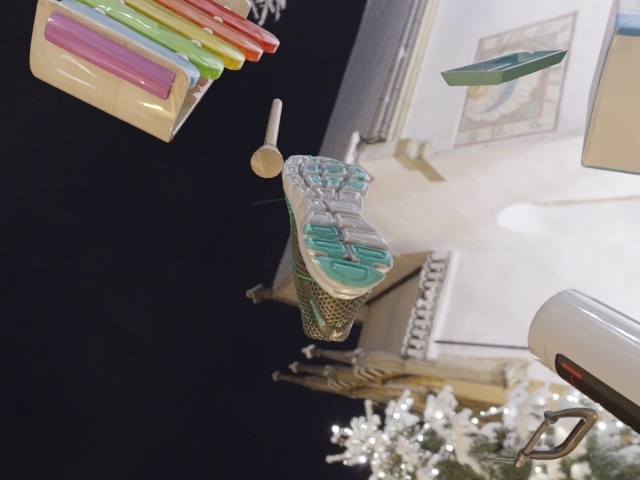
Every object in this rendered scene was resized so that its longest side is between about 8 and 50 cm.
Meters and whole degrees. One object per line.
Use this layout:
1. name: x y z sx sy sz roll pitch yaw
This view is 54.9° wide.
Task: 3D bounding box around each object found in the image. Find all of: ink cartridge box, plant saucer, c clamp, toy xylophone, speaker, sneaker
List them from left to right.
1. toy xylophone: -0.126 -0.178 0.585 0.236 0.081 0.323 22 -150 -19
2. sneaker: 0.000 0.000 0.411 0.064 0.167 0.076 9 -58 -9
3. plant saucer: 0.205 -0.189 0.673 0.192 0.067 0.018 -29 -60 -45
4. c clamp: 0.358 0.312 0.973 0.137 0.161 0.022 11 -144 -15
5. speaker: 0.178 0.076 0.336 0.055 0.136 0.055 -9 -67 -21
6. ink cartridge box: 0.495 -0.232 0.865 0.270 0.198 0.197 -56 -28 -49
